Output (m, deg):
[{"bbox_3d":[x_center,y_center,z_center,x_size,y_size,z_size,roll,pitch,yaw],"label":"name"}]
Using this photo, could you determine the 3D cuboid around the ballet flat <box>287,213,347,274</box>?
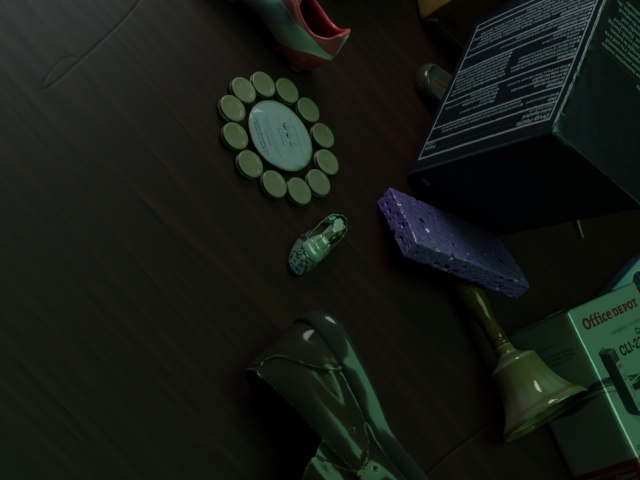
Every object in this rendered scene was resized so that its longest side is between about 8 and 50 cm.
[{"bbox_3d":[0.000,0.000,1.307,0.041,0.041,0.114,51,43,-8],"label":"ballet flat"}]

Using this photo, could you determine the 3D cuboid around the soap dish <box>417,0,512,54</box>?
[{"bbox_3d":[0.311,-0.339,1.657,0.290,0.229,0.118,35,58,-22],"label":"soap dish"}]

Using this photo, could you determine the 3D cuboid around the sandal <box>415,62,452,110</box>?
[{"bbox_3d":[0.238,-0.208,1.630,0.219,0.060,0.090,30,49,-26],"label":"sandal"}]

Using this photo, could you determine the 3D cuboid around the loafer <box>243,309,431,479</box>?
[{"bbox_3d":[0.027,0.258,1.140,0.130,0.134,0.366,-22,72,-24],"label":"loafer"}]

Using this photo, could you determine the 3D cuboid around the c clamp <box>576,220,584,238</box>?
[{"bbox_3d":[0.348,-0.075,1.682,0.160,0.022,0.137,7,63,-41],"label":"c clamp"}]

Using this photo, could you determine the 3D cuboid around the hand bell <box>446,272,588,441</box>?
[{"bbox_3d":[0.230,0.128,1.421,0.126,0.126,0.242,-10,61,-45],"label":"hand bell"}]

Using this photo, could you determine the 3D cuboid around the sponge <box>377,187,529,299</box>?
[{"bbox_3d":[0.178,0.006,1.440,0.210,0.031,0.117,21,28,-33],"label":"sponge"}]

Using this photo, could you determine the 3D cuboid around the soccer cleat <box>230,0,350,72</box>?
[{"bbox_3d":[-0.067,-0.326,1.392,0.248,0.095,0.083,47,44,-12],"label":"soccer cleat"}]

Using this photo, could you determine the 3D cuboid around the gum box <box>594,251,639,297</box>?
[{"bbox_3d":[0.521,0.116,1.717,0.184,0.041,0.157,-32,90,-48],"label":"gum box"}]

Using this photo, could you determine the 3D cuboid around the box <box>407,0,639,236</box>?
[{"bbox_3d":[0.312,-0.182,1.460,0.182,0.296,0.294,36,66,-23],"label":"box"}]

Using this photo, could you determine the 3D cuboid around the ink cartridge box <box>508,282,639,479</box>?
[{"bbox_3d":[0.406,0.214,1.501,0.197,0.114,0.273,-15,77,-46],"label":"ink cartridge box"}]

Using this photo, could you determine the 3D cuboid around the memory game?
[{"bbox_3d":[-0.051,-0.128,1.353,0.186,0.012,0.186,21,54,-33],"label":"memory game"}]
